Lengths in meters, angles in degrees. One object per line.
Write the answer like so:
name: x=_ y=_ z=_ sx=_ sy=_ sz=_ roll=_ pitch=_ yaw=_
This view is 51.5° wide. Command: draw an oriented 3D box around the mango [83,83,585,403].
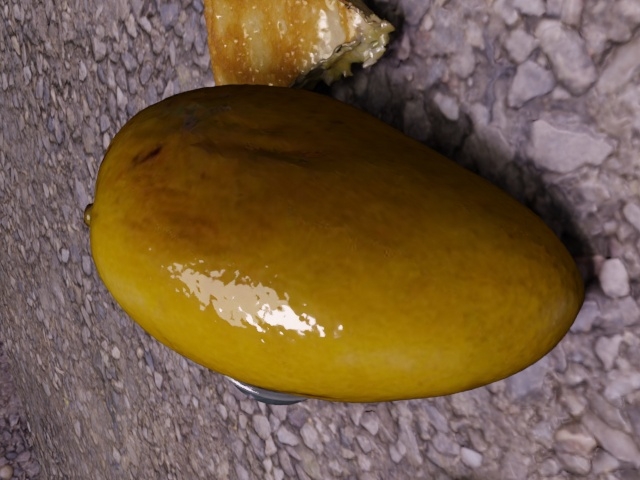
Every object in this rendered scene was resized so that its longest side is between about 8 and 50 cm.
mango: x=0.000 y=0.000 z=0.592 sx=0.445 sy=0.301 sz=0.220 roll=17 pitch=133 yaw=19

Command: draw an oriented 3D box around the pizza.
pizza: x=-0.026 y=-0.218 z=0.709 sx=0.288 sy=0.075 sz=0.279 roll=26 pitch=123 yaw=41

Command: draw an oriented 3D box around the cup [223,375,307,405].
cup: x=-0.045 y=0.114 z=0.761 sx=0.199 sy=0.199 sz=0.150 roll=54 pitch=153 yaw=25
